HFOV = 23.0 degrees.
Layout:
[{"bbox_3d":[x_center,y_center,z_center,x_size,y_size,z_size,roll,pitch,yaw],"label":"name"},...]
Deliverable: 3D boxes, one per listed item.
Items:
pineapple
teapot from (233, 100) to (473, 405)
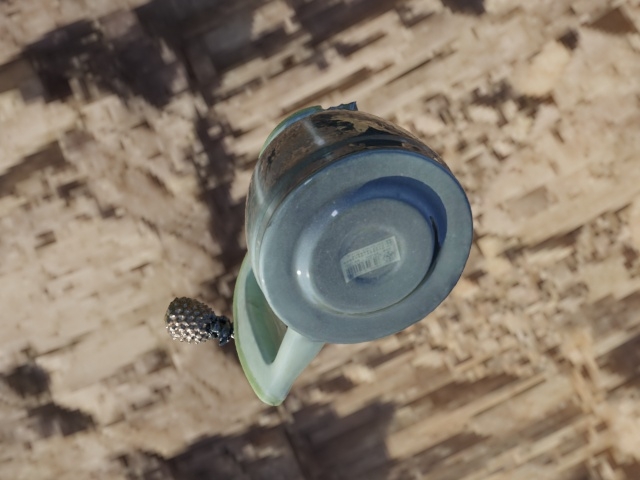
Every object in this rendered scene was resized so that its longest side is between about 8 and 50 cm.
[{"bbox_3d":[-0.119,0.100,1.840,0.124,0.058,0.058,8,159,23],"label":"pineapple"},{"bbox_3d":[-0.004,-0.006,0.669,0.124,0.091,0.092,-36,124,6],"label":"teapot"}]
